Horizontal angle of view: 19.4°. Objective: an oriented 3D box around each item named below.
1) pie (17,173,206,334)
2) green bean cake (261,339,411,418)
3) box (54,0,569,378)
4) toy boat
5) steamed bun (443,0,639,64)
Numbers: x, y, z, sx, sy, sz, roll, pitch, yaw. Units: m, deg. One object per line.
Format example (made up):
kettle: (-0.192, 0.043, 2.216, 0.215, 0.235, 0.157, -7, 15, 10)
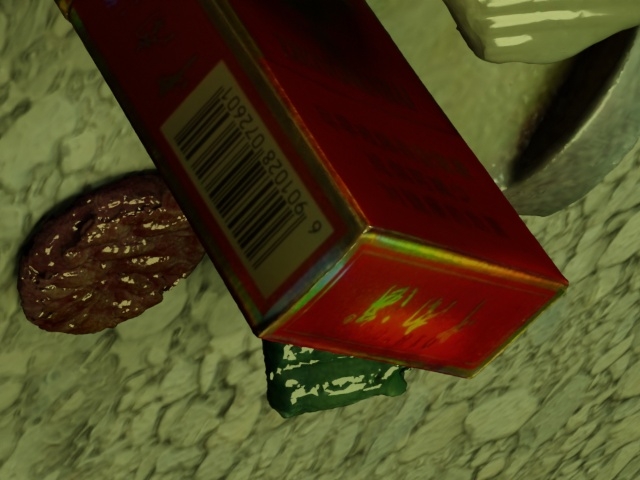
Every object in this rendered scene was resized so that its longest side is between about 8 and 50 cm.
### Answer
pie: (-0.143, 0.012, 1.318, 0.154, 0.036, 0.154, -23, 151, -14)
green bean cake: (0.000, 0.000, 1.344, 0.107, 0.193, 0.208, -7, 113, -1)
box: (-0.021, -0.077, 1.010, 0.089, 0.313, 0.197, -45, 149, 22)
toy boat: (0.122, -0.133, 1.260, 0.293, 0.111, 0.276, 0, 115, -35)
steamed bun: (0.117, -0.288, 0.918, 0.247, 0.236, 0.383, -20, 144, -3)
